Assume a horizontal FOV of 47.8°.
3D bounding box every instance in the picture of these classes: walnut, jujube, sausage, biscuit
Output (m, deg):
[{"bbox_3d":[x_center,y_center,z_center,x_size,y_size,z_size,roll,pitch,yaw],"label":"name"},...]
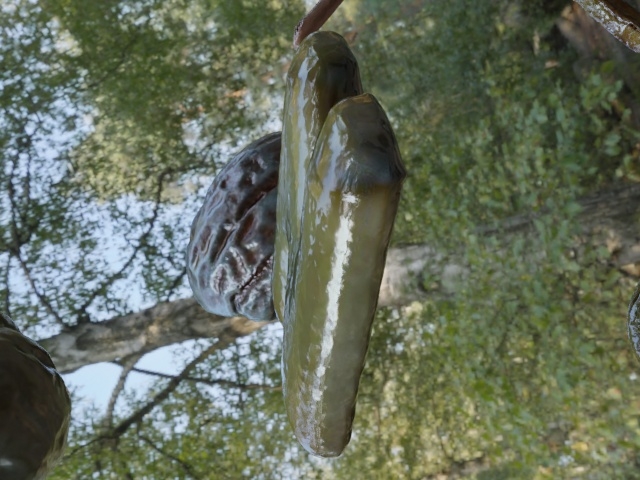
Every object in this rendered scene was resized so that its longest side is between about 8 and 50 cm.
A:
[{"bbox_3d":[-0.341,0.161,0.669,0.224,0.224,0.224,38,-135,-51],"label":"walnut"},{"bbox_3d":[-0.084,-0.013,1.127,0.215,0.308,0.246,41,-172,18],"label":"jujube"},{"bbox_3d":[0.009,-0.430,1.337,0.186,0.043,0.043,-51,-42,-3],"label":"sausage"},{"bbox_3d":[0.000,0.000,0.583,0.237,0.062,0.290,-102,15,-54],"label":"biscuit"}]

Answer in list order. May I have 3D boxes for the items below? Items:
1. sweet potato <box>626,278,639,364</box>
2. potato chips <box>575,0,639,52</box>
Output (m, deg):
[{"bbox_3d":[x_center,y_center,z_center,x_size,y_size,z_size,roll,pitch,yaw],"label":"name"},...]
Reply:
[{"bbox_3d":[0.419,0.071,0.872,0.062,0.081,0.233,6,-77,-37],"label":"sweet potato"},{"bbox_3d":[0.208,-0.223,0.579,0.026,0.037,0.204,-38,-94,-33],"label":"potato chips"}]
